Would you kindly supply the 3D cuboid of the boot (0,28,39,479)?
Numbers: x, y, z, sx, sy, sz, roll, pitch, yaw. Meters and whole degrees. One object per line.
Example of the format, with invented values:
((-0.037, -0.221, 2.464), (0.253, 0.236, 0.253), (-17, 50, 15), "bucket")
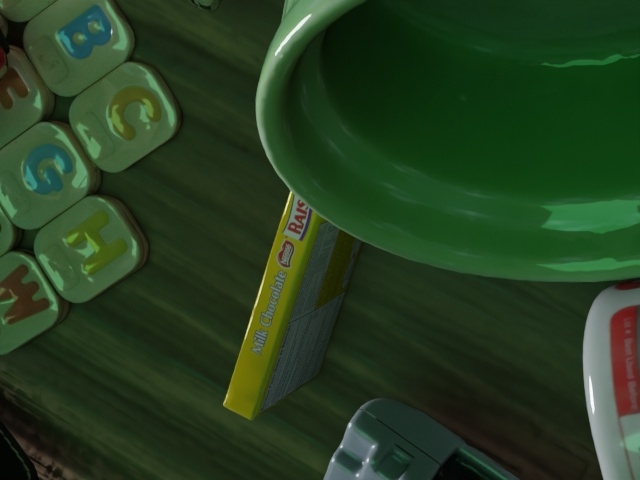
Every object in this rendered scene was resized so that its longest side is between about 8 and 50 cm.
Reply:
((-0.280, -0.007, 1.238), (0.377, 0.138, 0.284), (43, 118, 14), "boot")

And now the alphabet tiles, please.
((-0.236, -0.073, 1.288), (0.278, 0.021, 0.284), (-32, 90, 22), "alphabet tiles")

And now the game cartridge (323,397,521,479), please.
((0.124, 0.228, 1.156), (0.297, 0.062, 0.198), (35, 151, 12), "game cartridge")

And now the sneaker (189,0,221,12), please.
((0.077, -0.209, 1.114), (0.410, 0.158, 0.182), (0, 133, 17), "sneaker")

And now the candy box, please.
((0.000, 0.000, 1.176), (0.027, 0.105, 0.205), (24, 108, 18), "candy box")

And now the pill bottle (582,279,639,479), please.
((0.298, 0.076, 1.059), (0.283, 0.161, 0.161), (-13, 97, 21), "pill bottle")

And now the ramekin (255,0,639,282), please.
((0.123, -0.114, 1.003), (0.303, 0.303, 0.148), (-8, 58, 21), "ramekin")
